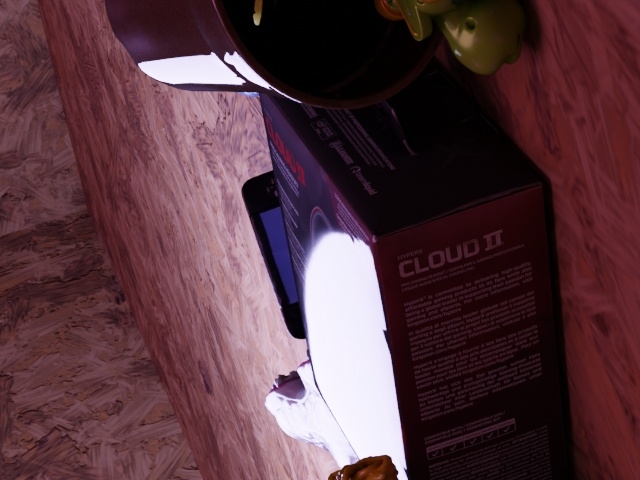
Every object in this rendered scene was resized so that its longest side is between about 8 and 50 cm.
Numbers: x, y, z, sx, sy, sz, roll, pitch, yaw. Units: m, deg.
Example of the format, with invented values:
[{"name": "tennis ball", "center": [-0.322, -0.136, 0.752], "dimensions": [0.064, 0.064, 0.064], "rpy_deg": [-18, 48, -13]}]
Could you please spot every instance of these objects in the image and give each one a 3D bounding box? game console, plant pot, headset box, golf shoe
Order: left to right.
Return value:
[{"name": "plant pot", "center": [-0.035, -0.155, 1.033], "dimensions": [0.165, 0.167, 0.167], "rpy_deg": [1, 110, 57]}, {"name": "game console", "center": [0.000, 0.000, 1.431], "dimensions": [0.085, 0.124, 0.144], "rpy_deg": [-4, -105, -75]}, {"name": "golf shoe", "center": [0.032, 0.154, 1.449], "dimensions": [0.306, 0.115, 0.140], "rpy_deg": [124, 124, -77]}, {"name": "headset box", "center": [0.057, 0.023, 1.119], "dimensions": [0.218, 0.110, 0.293], "rpy_deg": [-124, 20, -52]}]

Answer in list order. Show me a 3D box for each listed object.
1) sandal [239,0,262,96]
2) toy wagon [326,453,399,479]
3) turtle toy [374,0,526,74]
[{"name": "sandal", "center": [-0.086, -0.218, 1.410], "dimensions": [0.317, 0.126, 0.138], "rpy_deg": [-120, 12, -49]}, {"name": "toy wagon", "center": [0.090, 0.293, 1.072], "dimensions": [0.267, 0.068, 0.344], "rpy_deg": [-28, 96, 48]}, {"name": "turtle toy", "center": [0.066, -0.149, 0.932], "dimensions": [0.095, 0.066, 0.130], "rpy_deg": [180, 72, -77]}]
